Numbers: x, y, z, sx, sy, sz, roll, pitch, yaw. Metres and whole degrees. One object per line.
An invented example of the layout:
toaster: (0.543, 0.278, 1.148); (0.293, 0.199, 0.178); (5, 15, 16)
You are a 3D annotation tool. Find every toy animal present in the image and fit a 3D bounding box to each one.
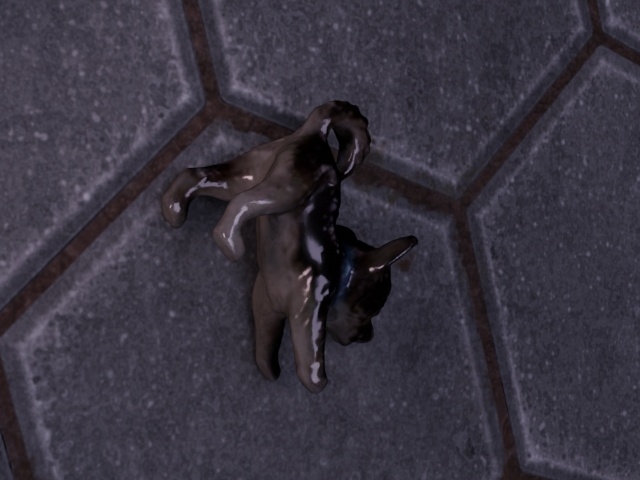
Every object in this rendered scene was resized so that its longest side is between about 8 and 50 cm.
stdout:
toy animal: (0.000, 0.000, 1.553); (0.302, 0.194, 0.344); (-38, 114, -22)
